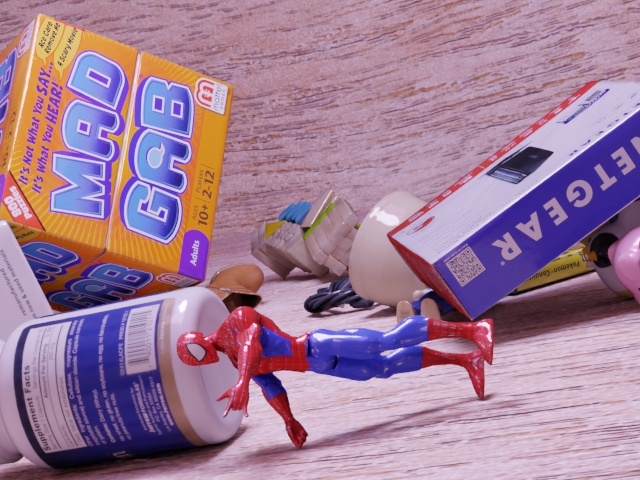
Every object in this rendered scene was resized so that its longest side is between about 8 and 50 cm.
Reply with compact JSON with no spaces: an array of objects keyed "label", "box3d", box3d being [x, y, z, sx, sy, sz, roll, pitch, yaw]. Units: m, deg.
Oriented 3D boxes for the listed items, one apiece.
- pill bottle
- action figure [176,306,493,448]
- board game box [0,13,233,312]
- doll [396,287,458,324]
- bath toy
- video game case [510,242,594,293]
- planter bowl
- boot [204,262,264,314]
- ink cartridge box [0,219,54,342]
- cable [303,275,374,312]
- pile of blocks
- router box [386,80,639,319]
[{"label":"pill bottle","box3d":[-0.218,0.140,1.414,0.264,0.153,0.153,-11,5,16]},{"label":"action figure","box3d":[0.009,0.128,1.281,0.280,0.139,0.091,5,-39,0]},{"label":"board game box","box3d":[-0.403,-0.101,2.432,0.356,0.356,0.356,18,-24,-28]},{"label":"doll","box3d":[0.170,0.072,1.852,0.129,0.046,0.189,-7,7,39]},{"label":"bath toy","box3d":[0.371,0.004,1.608,0.129,0.151,0.348,13,8,-8]},{"label":"video game case","box3d":[0.299,0.031,2.071,0.248,0.035,0.275,-15,4,-25]},{"label":"planter bowl","box3d":[0.132,0.025,1.983,0.109,0.162,0.162,24,27,35]},{"label":"boot","box3d":[-0.135,0.089,2.322,0.197,0.073,0.152,-30,13,-34]},{"label":"ink cartridge box","box3d":[-0.553,0.134,1.814,0.395,0.166,0.285,-28,9,-18]},{"label":"cable","box3d":[0.058,0.076,2.165,0.150,0.047,0.184,-16,6,20]},{"label":"pile of blocks","box3d":[0.000,0.000,2.655,0.149,0.112,0.362,-58,23,-14]},{"label":"router box","box3d":[0.257,-0.059,1.718,0.335,0.082,0.301,-37,9,-2]}]
